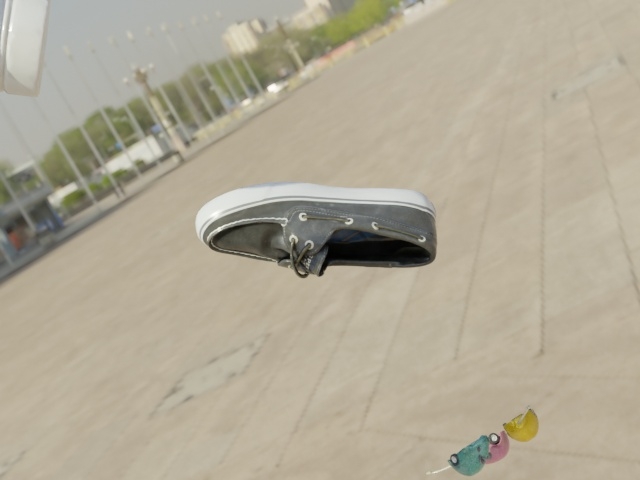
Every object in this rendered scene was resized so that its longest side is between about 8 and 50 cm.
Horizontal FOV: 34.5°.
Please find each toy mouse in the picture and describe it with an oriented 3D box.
[{"bbox_3d":[0.187,0.240,1.167,0.143,0.031,0.161,-33,-17,5],"label":"toy mouse"}]

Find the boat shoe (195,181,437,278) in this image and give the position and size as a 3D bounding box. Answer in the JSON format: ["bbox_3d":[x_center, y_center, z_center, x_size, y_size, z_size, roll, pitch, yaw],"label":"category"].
[{"bbox_3d":[0.000,0.000,0.955,0.228,0.076,0.080,1,-40,-12],"label":"boat shoe"}]

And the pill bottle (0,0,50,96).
[{"bbox_3d":[-0.295,-0.159,0.746,0.186,0.112,0.112,7,0,-15],"label":"pill bottle"}]
